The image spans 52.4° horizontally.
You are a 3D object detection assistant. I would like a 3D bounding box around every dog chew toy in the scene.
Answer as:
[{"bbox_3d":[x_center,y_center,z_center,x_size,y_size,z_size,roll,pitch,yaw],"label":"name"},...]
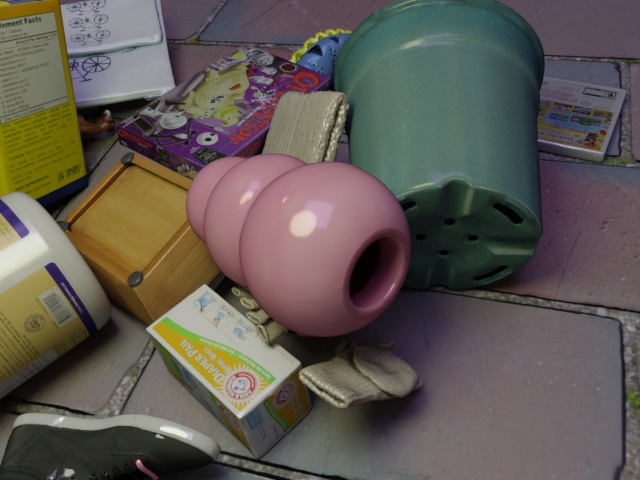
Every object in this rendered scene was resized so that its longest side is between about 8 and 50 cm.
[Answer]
[{"bbox_3d":[-0.050,-0.016,0.819,0.206,0.206,0.332,-40,43,-26],"label":"dog chew toy"}]

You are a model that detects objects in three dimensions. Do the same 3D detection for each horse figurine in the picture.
[{"bbox_3d":[-0.569,-0.238,1.375,0.263,0.066,0.174,-17,42,-14],"label":"horse figurine"}]

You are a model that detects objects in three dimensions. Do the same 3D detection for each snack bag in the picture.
[{"bbox_3d":[-0.498,-0.416,1.431,0.323,0.037,0.342,-11,58,-8],"label":"snack bag"}]

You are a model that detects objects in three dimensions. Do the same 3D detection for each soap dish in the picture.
[{"bbox_3d":[-0.268,-0.012,1.027,0.291,0.118,0.229,26,68,36],"label":"soap dish"}]

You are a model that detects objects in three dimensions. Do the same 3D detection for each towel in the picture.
[{"bbox_3d":[-0.044,-0.097,1.018,0.049,0.282,0.187,15,3,-32],"label":"towel"}]

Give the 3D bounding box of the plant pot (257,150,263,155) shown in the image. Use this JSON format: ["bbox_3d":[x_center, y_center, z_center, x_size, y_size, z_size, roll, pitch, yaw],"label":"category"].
[{"bbox_3d":[-0.091,-0.149,1.199,0.081,0.081,0.083,-9,35,2],"label":"plant pot"}]

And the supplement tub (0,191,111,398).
[{"bbox_3d":[-0.495,0.110,0.906,0.331,0.241,0.241,-37,51,-24],"label":"supplement tub"}]

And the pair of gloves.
[{"bbox_3d":[0.014,0.129,0.849,0.240,0.042,0.204,36,18,37],"label":"pair of gloves"}]

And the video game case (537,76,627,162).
[{"bbox_3d":[0.438,-0.239,1.228,0.227,0.026,0.206,17,51,23],"label":"video game case"}]

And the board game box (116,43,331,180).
[{"bbox_3d":[-0.159,-0.232,1.148,0.208,0.056,0.347,29,50,17],"label":"board game box"}]

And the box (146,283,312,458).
[{"bbox_3d":[-0.120,0.171,0.869,0.103,0.114,0.203,-39,53,-25],"label":"box"}]

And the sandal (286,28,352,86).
[{"bbox_3d":[-0.032,-0.320,1.332,0.317,0.126,0.138,-31,52,-8],"label":"sandal"}]

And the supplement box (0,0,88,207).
[{"bbox_3d":[-0.573,-0.243,1.150,0.195,0.356,0.194,12,28,20],"label":"supplement box"}]

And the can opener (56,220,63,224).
[{"bbox_3d":[-0.514,-0.002,1.146,0.186,0.073,0.059,-12,37,-14],"label":"can opener"}]

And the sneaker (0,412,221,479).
[{"bbox_3d":[-0.268,0.295,0.789,0.296,0.104,0.147,-3,48,15],"label":"sneaker"}]

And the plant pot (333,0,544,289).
[{"bbox_3d":[0.183,-0.127,0.978,0.341,0.341,0.334,-2,54,8],"label":"plant pot"}]
